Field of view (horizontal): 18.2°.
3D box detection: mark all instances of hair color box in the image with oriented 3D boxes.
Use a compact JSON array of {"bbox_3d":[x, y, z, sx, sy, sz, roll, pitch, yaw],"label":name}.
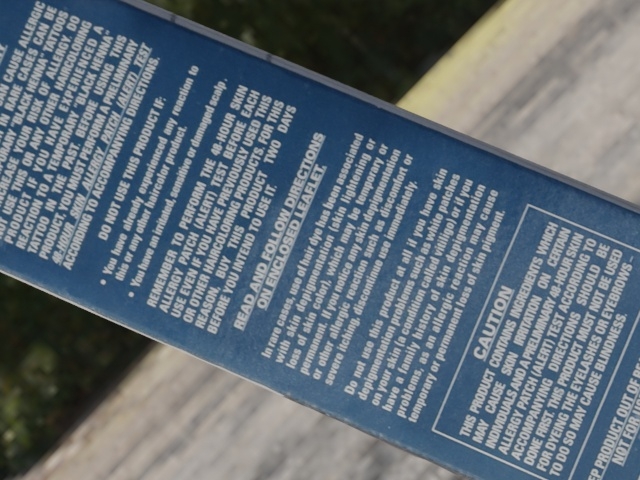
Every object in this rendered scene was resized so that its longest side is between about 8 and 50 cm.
[{"bbox_3d":[0.000,0.000,0.715,0.105,0.347,0.174,-66,-11,1],"label":"hair color box"}]
